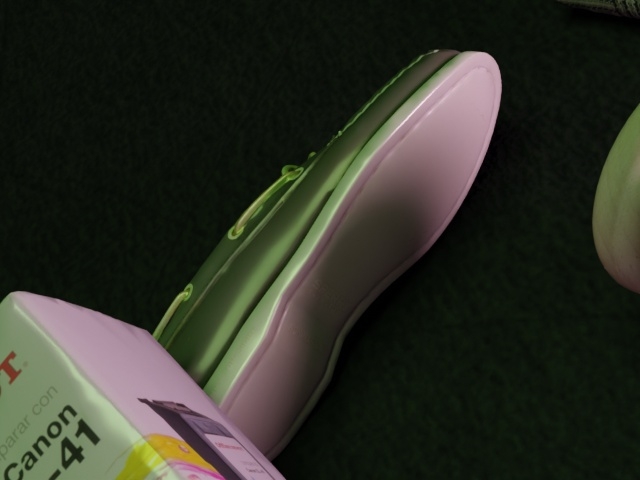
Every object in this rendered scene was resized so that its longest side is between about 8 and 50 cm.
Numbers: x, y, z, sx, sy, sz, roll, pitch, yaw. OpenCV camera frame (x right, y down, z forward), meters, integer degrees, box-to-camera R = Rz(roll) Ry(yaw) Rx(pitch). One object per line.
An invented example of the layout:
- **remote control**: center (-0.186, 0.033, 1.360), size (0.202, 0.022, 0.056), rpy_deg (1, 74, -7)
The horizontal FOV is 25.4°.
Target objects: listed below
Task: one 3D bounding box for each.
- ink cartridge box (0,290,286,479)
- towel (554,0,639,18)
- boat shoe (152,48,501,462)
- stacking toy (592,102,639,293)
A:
- **ink cartridge box**: center (-0.096, 0.208, 0.685), size (0.306, 0.131, 0.226), rpy_deg (41, 95, 29)
- **towel**: center (0.343, -0.255, 0.886), size (0.312, 0.056, 0.324), rpy_deg (19, 67, 41)
- **boat shoe**: center (-0.002, -0.002, 0.872), size (0.091, 0.109, 0.305), rpy_deg (29, 79, 38)
- **stacking toy**: center (0.287, 0.032, 0.651), size (0.141, 0.141, 0.330), rpy_deg (-47, 49, -7)
